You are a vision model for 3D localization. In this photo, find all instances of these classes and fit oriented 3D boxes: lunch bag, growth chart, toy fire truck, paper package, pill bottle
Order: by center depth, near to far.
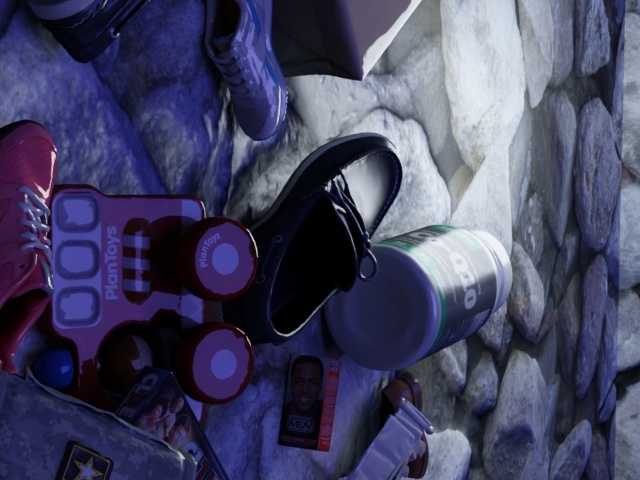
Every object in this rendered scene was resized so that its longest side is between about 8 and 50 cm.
[{"bbox_3d":[-0.279,0.289,1.326,0.235,0.169,0.287,29,88,-23],"label":"lunch bag"},{"bbox_3d":[-0.225,0.085,1.605,0.254,0.169,0.302,0,94,-37],"label":"toy fire truck"},{"bbox_3d":[0.021,-0.433,1.941,0.325,0.168,0.309,-56,139,-43],"label":"paper package"},{"bbox_3d":[0.174,0.082,2.244,0.361,0.204,0.204,-17,108,-60],"label":"pill bottle"},{"bbox_3d":[0.102,0.375,2.265,0.237,0.021,0.172,-50,142,-17],"label":"growth chart"}]

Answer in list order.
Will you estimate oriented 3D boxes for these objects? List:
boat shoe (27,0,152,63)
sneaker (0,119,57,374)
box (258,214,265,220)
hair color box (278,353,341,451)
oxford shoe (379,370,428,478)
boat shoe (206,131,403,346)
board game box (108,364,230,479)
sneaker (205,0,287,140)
[{"bbox_3d":[-0.207,-0.333,1.587,0.340,0.127,0.113,-59,143,-36],"label":"boat shoe"},{"bbox_3d":[-0.320,0.020,1.415,0.116,0.136,0.314,48,53,-54],"label":"sneaker"},{"bbox_3d":[-0.063,-0.002,1.995,0.067,0.018,0.083,-32,120,-55],"label":"box"},{"bbox_3d":[-0.016,0.247,2.058,0.043,0.072,0.141,22,74,-60],"label":"hair color box"},{"bbox_3d":[0.139,0.334,2.370,0.076,0.076,0.212,-24,117,-27],"label":"oxford shoe"},{"bbox_3d":[0.000,0.000,1.930,0.500,0.156,0.187,-42,126,-45],"label":"boat shoe"},{"bbox_3d":[-0.185,0.285,1.543,0.165,0.042,0.243,-55,138,-35],"label":"board game box"},{"bbox_3d":[-0.109,-0.245,1.827,0.092,0.087,0.228,-22,106,-51],"label":"sneaker"}]
